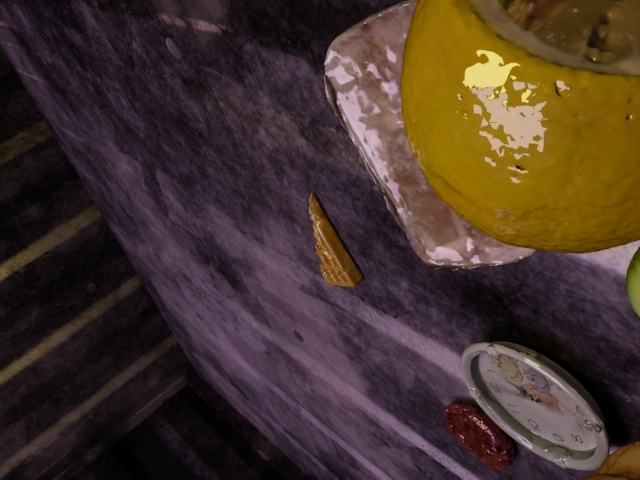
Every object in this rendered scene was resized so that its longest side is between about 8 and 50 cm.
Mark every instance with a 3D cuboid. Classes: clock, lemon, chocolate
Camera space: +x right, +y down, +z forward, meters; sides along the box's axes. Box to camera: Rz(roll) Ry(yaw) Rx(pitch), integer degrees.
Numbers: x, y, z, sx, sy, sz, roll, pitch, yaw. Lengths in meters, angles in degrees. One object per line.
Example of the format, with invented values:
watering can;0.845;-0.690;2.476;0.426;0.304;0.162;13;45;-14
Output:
clock;0.307;0.224;0.932;0.236;0.053;0.236;40;156;22
lemon;0.176;-0.099;0.480;0.240;0.240;0.219;40;157;26
chocolate;0.134;-0.112;0.708;0.185;0.100;0.303;-6;123;51

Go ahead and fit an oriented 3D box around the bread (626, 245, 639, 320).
bread;0.345;0.051;0.590;0.139;0.071;0.130;43;152;23

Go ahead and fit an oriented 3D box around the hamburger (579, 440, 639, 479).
hamburger;0.442;0.366;0.760;0.319;0.158;0.318;40;155;23

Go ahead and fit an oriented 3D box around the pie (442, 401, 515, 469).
pie;0.283;0.345;1.177;0.153;0.038;0.153;44;157;24

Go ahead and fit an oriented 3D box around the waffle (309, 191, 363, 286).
waffle;0.000;0.000;1.208;0.191;0.032;0.125;60;158;-14
